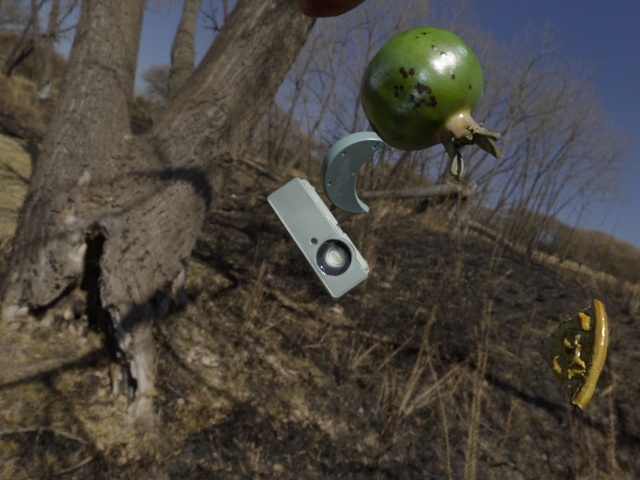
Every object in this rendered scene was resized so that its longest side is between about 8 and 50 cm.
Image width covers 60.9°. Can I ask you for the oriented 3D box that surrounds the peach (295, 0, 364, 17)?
[{"bbox_3d":[0.018,-0.472,0.907,0.197,0.197,0.197,21,4,-1],"label":"peach"}]

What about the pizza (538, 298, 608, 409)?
[{"bbox_3d":[0.279,0.129,0.623,0.026,0.123,0.108,24,-18,-11],"label":"pizza"}]

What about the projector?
[{"bbox_3d":[0.000,0.000,0.686,0.147,0.061,0.115,55,-2,7],"label":"projector"}]

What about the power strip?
[{"bbox_3d":[0.064,-0.136,1.182,0.137,0.216,0.044,7,33,-20],"label":"power strip"}]

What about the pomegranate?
[{"bbox_3d":[0.161,-0.190,0.775,0.224,0.181,0.181,60,20,21],"label":"pomegranate"}]
